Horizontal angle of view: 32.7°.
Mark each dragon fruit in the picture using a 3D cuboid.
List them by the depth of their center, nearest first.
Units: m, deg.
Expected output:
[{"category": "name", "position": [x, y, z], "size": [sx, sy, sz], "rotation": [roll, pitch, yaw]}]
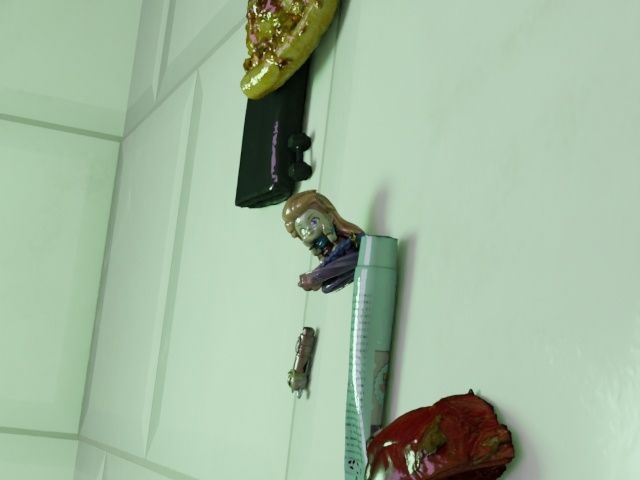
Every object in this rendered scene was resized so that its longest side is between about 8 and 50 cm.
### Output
[{"category": "dragon fruit", "position": [0.118, 0.214, 1.149], "size": [0.161, 0.127, 0.120], "rotation": [124, 141, -50]}]

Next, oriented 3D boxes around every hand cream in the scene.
[{"category": "hand cream", "position": [0.058, 0.158, 1.417], "size": [0.085, 0.058, 0.331], "rotation": [172, 106, -67]}]

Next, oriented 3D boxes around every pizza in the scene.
[{"category": "pizza", "position": [-0.063, -0.406, 1.863], "size": [0.226, 0.086, 0.335], "rotation": [47, 114, 41]}]

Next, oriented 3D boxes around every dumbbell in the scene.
[{"category": "dumbbell", "position": [-0.035, -0.141, 1.839], "size": [0.036, 0.040, 0.083], "rotation": [-20, 55, 29]}]

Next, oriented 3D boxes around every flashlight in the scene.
[{"category": "flashlight", "position": [-0.031, 0.187, 1.684], "size": [0.052, 0.031, 0.110], "rotation": [-154, 75, -70]}]

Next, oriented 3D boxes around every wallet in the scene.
[{"category": "wallet", "position": [-0.081, -0.267, 1.992], "size": [0.228, 0.062, 0.406], "rotation": [166, 113, -68]}]

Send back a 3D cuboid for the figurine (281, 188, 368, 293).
[{"category": "figurine", "position": [0.008, 0.004, 1.538], "size": [0.126, 0.114, 0.157], "rotation": [-45, 53, 33]}]
